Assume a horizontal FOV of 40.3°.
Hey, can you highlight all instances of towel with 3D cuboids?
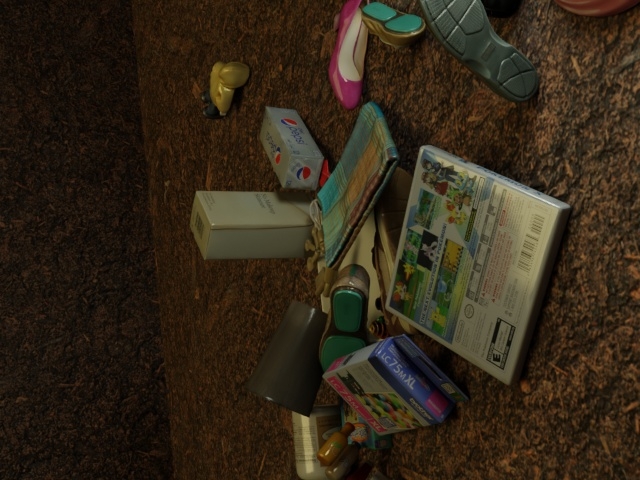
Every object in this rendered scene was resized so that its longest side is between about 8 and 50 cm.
[{"bbox_3d":[0.069,-0.125,1.805,0.271,0.040,0.370,-62,13,21],"label":"towel"}]

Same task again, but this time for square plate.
[{"bbox_3d":[0.085,0.069,1.975,0.344,0.049,0.347,152,115,-63],"label":"square plate"}]

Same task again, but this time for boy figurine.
[{"bbox_3d":[-0.308,-0.494,2.767,0.285,0.092,0.177,142,124,-59],"label":"boy figurine"}]

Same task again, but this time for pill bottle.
[{"bbox_3d":[0.005,0.507,2.065,0.131,0.131,0.229,156,111,-64],"label":"pill bottle"}]

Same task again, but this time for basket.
[{"bbox_3d":[-0.053,0.264,1.973,0.154,0.204,0.227,20,79,24],"label":"basket"}]

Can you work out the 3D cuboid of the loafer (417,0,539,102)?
[{"bbox_3d":[0.240,-0.322,1.416,0.096,0.267,0.084,-49,16,-8],"label":"loafer"}]

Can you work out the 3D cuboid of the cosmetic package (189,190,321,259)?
[{"bbox_3d":[-0.155,-0.039,2.187,0.160,0.309,0.113,-122,39,-47],"label":"cosmetic package"}]

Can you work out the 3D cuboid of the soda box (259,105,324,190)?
[{"bbox_3d":[-0.079,-0.240,2.243,0.286,0.091,0.098,-117,36,-53],"label":"soda box"}]

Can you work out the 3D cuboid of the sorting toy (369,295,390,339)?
[{"bbox_3d":[0.124,0.156,1.792,0.061,0.042,0.102,18,108,62],"label":"sorting toy"}]

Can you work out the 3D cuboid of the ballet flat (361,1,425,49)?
[{"bbox_3d":[0.158,-0.433,1.796,0.232,0.080,0.073,53,165,56],"label":"ballet flat"}]

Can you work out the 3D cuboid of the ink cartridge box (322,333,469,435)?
[{"bbox_3d":[0.140,0.293,1.732,0.186,0.065,0.311,46,149,-4],"label":"ink cartridge box"}]

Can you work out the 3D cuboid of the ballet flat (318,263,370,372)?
[{"bbox_3d":[0.062,0.170,1.854,0.316,0.107,0.106,101,-179,-46],"label":"ballet flat"}]

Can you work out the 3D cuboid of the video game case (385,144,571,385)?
[{"bbox_3d":[0.256,0.038,1.504,0.300,0.036,0.329,31,120,39],"label":"video game case"}]

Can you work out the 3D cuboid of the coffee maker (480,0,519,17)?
[{"bbox_3d":[0.260,-0.457,1.482,0.178,0.171,0.120,33,142,38],"label":"coffee maker"}]

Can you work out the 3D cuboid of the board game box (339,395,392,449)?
[{"bbox_3d":[0.096,0.357,1.961,0.160,0.047,0.210,162,106,-64],"label":"board game box"}]

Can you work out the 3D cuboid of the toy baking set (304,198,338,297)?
[{"bbox_3d":[0.002,0.005,2.059,0.197,0.030,0.256,-124,41,-51],"label":"toy baking set"}]

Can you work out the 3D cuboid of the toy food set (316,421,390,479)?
[{"bbox_3d":[0.104,0.507,1.869,0.232,0.104,0.111,38,148,10],"label":"toy food set"}]

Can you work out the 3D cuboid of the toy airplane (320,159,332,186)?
[{"bbox_3d":[0.036,-0.149,2.100,0.151,0.028,0.151,-179,90,-65],"label":"toy airplane"}]

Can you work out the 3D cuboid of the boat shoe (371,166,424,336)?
[{"bbox_3d":[0.146,0.026,1.744,0.123,0.123,0.342,-22,77,52],"label":"boat shoe"}]

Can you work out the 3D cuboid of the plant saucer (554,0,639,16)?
[{"bbox_3d":[0.394,-0.491,1.241,0.332,0.084,0.332,180,90,-66],"label":"plant saucer"}]

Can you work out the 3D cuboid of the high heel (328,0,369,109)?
[{"bbox_3d":[0.079,-0.420,1.951,0.117,0.082,0.244,-21,64,62],"label":"high heel"}]
